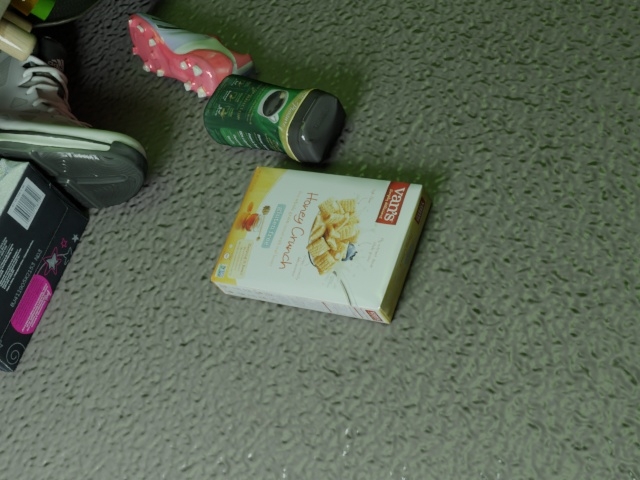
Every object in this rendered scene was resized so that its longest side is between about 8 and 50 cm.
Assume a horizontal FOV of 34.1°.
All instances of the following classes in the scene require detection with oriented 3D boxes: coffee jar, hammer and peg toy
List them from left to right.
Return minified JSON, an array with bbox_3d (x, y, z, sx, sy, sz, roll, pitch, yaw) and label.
[{"bbox_3d":[-0.474,-0.267,1.430,0.361,0.127,0.266,-37,31,45],"label":"hammer and peg toy"},{"bbox_3d":[-0.060,-0.163,1.396,0.184,0.079,0.096,16,65,33],"label":"coffee jar"}]

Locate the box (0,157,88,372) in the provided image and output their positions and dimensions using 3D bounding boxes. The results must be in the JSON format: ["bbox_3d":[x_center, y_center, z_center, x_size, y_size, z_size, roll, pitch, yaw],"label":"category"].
[{"bbox_3d":[-0.460,0.026,1.417,0.142,0.163,0.247,9,65,28],"label":"box"}]

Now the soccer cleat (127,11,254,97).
[{"bbox_3d":[-0.199,-0.282,1.548,0.095,0.083,0.248,-26,41,-29],"label":"soccer cleat"}]

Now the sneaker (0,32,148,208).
[{"bbox_3d":[-0.409,-0.201,1.529,0.447,0.169,0.258,7,66,31],"label":"sneaker"}]

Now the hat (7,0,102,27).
[{"bbox_3d":[-0.415,-0.456,1.650,0.331,0.134,0.331,-16,33,11],"label":"hat"}]

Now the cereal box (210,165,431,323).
[{"bbox_3d":[0.000,0.000,1.288,0.240,0.047,0.173,7,64,29],"label":"cereal box"}]
